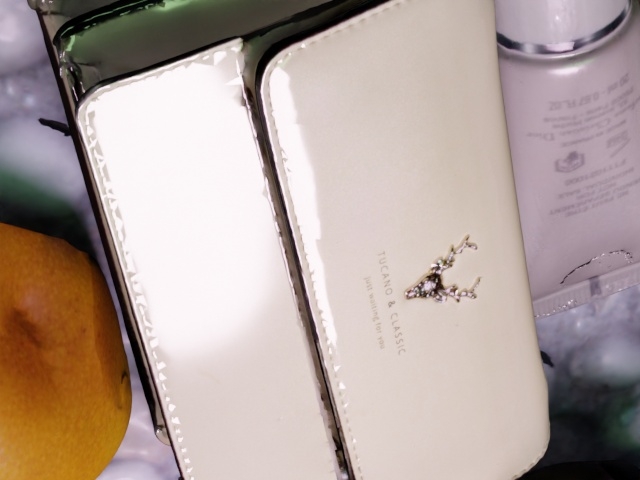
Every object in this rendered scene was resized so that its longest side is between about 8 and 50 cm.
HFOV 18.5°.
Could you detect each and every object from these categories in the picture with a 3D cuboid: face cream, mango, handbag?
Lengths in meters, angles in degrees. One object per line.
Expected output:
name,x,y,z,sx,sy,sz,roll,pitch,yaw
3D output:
face cream,0.150,-0.065,1.164,0.143,0.089,0.314,-20,134,-5
mango,-0.200,0.083,1.104,0.236,0.136,0.166,17,73,-49
handbag,0.000,0.000,1.106,0.236,0.160,0.358,-20,127,-10

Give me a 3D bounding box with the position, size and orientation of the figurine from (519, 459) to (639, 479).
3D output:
figurine,0.154,0.221,1.271,0.308,0.308,0.143,-17,89,-7

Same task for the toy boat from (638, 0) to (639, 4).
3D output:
toy boat,0.244,-0.143,1.169,0.122,0.034,0.096,1,128,-21
